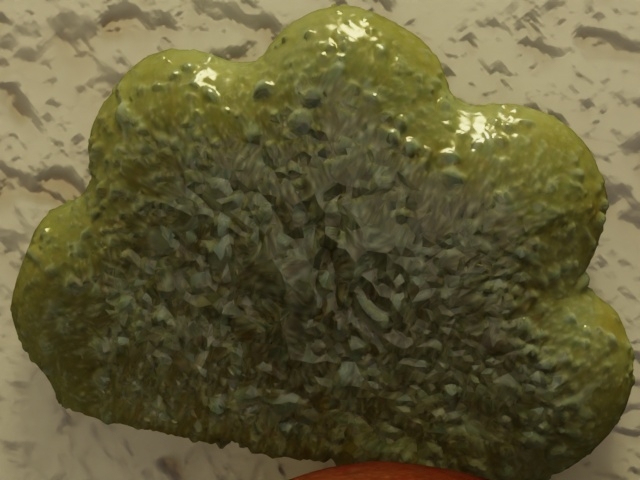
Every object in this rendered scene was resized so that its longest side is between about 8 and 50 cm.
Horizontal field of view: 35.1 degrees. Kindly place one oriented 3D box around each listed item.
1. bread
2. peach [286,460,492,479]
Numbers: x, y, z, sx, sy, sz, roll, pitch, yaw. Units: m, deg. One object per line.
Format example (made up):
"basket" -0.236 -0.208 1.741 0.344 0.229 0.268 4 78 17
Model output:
"bread" 0.000 0.000 0.450 0.287 0.056 0.207 6 99 6
"peach" 0.041 0.207 0.376 0.253 0.252 0.252 1 97 8
